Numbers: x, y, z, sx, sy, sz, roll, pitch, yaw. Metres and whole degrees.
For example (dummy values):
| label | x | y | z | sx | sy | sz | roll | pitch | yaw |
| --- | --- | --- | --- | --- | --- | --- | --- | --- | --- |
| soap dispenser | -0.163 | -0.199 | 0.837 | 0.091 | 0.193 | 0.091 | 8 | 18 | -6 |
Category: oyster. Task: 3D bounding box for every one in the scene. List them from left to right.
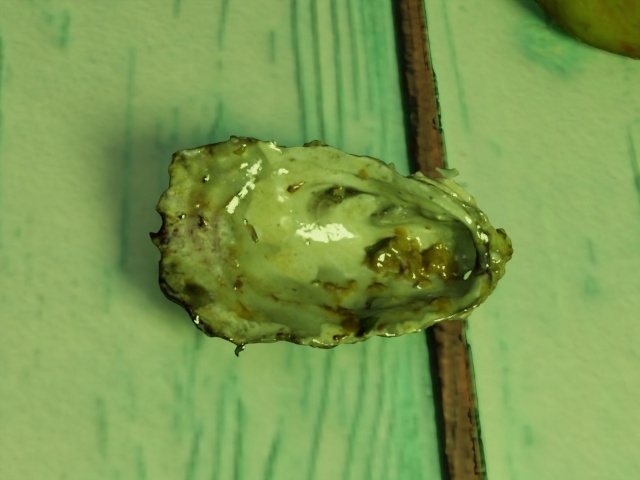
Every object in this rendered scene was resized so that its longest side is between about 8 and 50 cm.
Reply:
| label | x | y | z | sx | sy | sz | roll | pitch | yaw |
| --- | --- | --- | --- | --- | --- | --- | --- | --- | --- |
| oyster | 0.008 | 0.002 | 0.673 | 0.177 | 0.056 | 0.105 | -7 | 68 | -13 |

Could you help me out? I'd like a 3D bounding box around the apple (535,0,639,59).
| label | x | y | z | sx | sy | sz | roll | pitch | yaw |
| --- | --- | --- | --- | --- | --- | --- | --- | --- | --- |
| apple | 0.207 | -0.197 | 0.798 | 0.173 | 0.160 | 0.195 | -3 | 59 | -37 |
